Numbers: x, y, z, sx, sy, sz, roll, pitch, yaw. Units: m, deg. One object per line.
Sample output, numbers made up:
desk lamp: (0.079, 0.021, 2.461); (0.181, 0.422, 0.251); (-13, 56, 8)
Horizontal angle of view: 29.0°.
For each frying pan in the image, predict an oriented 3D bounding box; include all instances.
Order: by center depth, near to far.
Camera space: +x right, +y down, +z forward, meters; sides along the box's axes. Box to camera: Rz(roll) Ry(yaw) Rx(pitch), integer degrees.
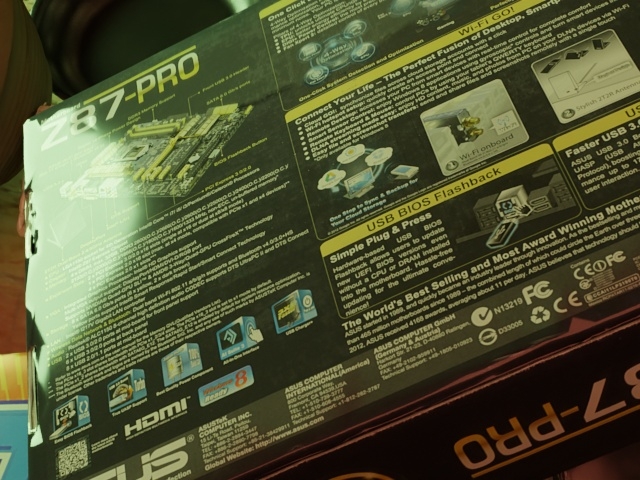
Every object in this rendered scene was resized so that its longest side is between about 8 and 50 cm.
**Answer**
frying pan: (-0.189, -0.198, 1.009); (0.326, 0.053, 0.197); (25, 66, 22)

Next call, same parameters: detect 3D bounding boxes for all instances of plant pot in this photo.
plant pot: (-0.281, -0.109, 0.928); (0.237, 0.110, 0.237); (-14, 68, 38)

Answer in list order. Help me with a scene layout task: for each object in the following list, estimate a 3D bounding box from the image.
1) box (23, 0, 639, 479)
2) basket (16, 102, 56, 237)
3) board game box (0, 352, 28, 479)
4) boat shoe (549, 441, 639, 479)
box: (0.041, -0.023, 0.613); (0.395, 0.097, 0.318); (-25, 46, 9)
basket: (-0.141, -0.033, 0.935); (0.103, 0.167, 0.113); (6, 83, 20)
board game box: (-0.094, 0.306, 0.704); (0.356, 0.356, 0.356); (-5, 43, 12)
boat shoe: (0.298, 0.142, 0.844); (0.285, 0.092, 0.103); (-5, 81, 12)
